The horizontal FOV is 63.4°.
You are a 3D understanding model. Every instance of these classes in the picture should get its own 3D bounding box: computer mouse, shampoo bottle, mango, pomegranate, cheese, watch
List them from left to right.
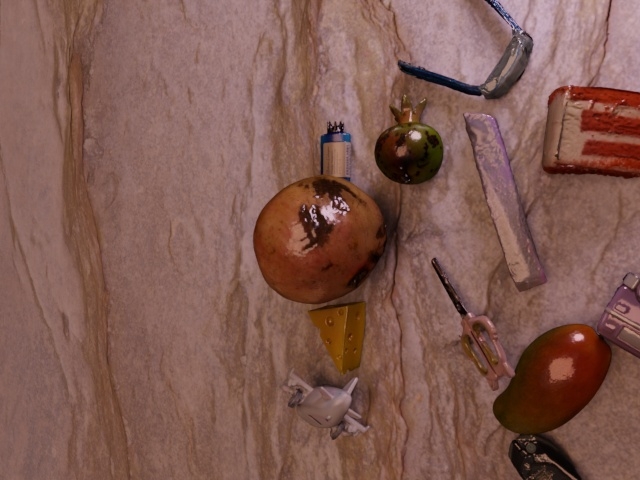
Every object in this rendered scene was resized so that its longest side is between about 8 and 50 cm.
[{"bbox_3d":[0.000,0.000,1.211,0.322,0.322,0.322,2,93,33],"label":"pomegranate"},{"bbox_3d":[0.039,-0.215,1.333,0.087,0.050,0.183,2,93,36],"label":"shampoo bottle"},{"bbox_3d":[0.056,0.249,1.317,0.126,0.093,0.171,-13,86,32],"label":"cheese"},{"bbox_3d":[0.198,-0.228,1.176,0.156,0.156,0.220,-8,84,33],"label":"pomegranate"},{"bbox_3d":[0.337,-0.463,1.132,0.274,0.068,0.276,34,110,32],"label":"watch"},{"bbox_3d":[0.461,0.291,1.043,0.146,0.129,0.289,33,117,26],"label":"mango"},{"bbox_3d":[0.479,0.489,1.075,0.106,0.062,0.192,-51,61,25],"label":"computer mouse"}]

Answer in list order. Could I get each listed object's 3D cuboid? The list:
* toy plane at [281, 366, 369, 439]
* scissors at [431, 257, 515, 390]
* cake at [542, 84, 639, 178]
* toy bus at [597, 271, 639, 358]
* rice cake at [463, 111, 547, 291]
[{"bbox_3d":[0.014,0.412,1.310,0.252,0.118,0.252,24,146,18],"label":"toy plane"},{"bbox_3d":[0.321,0.172,1.149,0.160,0.024,0.317,100,150,-56],"label":"scissors"},{"bbox_3d":[0.555,-0.198,1.005,0.262,0.159,0.158,7,97,-3],"label":"cake"},{"bbox_3d":[0.620,0.156,0.927,0.202,0.142,0.142,34,104,28],"label":"toy bus"},{"bbox_3d":[0.392,-0.090,1.105,0.070,0.064,0.399,-17,83,22],"label":"rice cake"}]
